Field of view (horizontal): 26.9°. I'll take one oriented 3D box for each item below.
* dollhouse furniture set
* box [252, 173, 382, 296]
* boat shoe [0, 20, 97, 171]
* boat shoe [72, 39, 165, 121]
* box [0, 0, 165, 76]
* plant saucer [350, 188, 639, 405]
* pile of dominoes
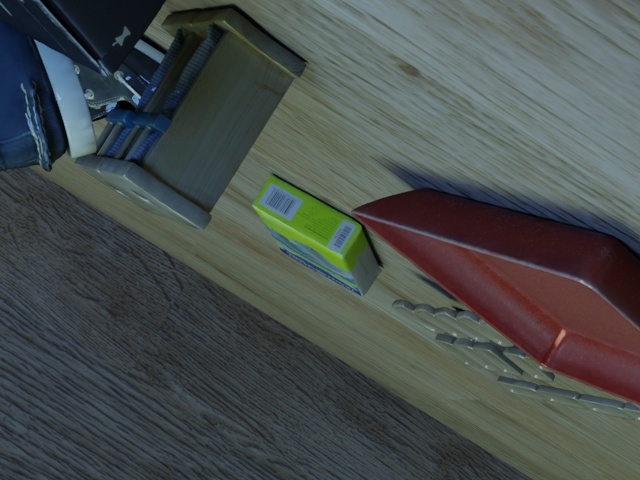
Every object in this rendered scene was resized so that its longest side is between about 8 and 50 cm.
[{"bbox_3d":[-0.136,-0.115,0.873,0.184,0.129,0.129,35,171,-24],"label":"dollhouse furniture set"},{"bbox_3d":[0.000,0.000,1.347,0.109,0.042,0.178,30,170,16],"label":"box"},{"bbox_3d":[-0.205,-0.123,0.779,0.095,0.079,0.254,90,154,-48],"label":"boat shoe"},{"bbox_3d":[-0.177,-0.136,1.080,0.233,0.079,0.084,34,173,-6],"label":"boat shoe"},{"bbox_3d":[-0.179,-0.192,0.659,0.207,0.108,0.153,28,171,19],"label":"box"},{"bbox_3d":[0.183,0.048,0.959,0.258,0.047,0.259,38,169,-33],"label":"plant saucer"},{"bbox_3d":[0.210,0.105,1.300,0.196,0.040,0.251,38,161,-32],"label":"pile of dominoes"}]
